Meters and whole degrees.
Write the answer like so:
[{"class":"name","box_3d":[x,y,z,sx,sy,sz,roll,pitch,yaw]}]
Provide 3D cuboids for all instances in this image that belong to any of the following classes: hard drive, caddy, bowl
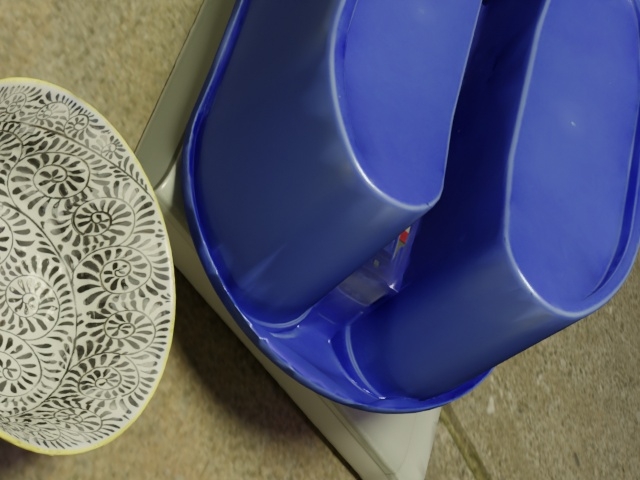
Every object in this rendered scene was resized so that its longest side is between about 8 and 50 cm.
[{"class":"hard drive","box_3d":[0.000,0.000,0.926,0.307,0.040,0.203,53,40,-36]},{"class":"caddy","box_3d":[0.056,-0.066,0.834,0.241,0.179,0.341,34,52,-22]},{"class":"bowl","box_3d":[-0.149,0.017,0.645,0.170,0.080,0.170,23,61,-52]}]
